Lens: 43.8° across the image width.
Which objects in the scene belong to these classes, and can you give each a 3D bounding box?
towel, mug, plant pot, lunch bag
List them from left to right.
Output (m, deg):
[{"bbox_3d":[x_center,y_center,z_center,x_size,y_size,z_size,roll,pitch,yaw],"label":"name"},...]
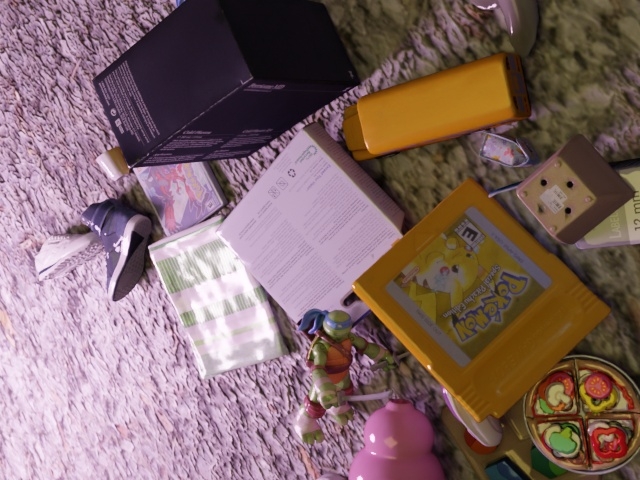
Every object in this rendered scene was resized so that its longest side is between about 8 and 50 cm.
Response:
[{"bbox_3d":[-0.461,-0.173,1.803,0.078,0.062,0.064,-31,90,39],"label":"mug"},{"bbox_3d":[-0.227,0.124,1.710,0.248,0.038,0.325,-21,91,32],"label":"towel"},{"bbox_3d":[0.316,-0.147,1.315,0.083,0.071,0.053,27,108,28],"label":"lunch bag"},{"bbox_3d":[0.314,-0.061,1.018,0.109,0.096,0.109,-45,75,29],"label":"plant pot"}]

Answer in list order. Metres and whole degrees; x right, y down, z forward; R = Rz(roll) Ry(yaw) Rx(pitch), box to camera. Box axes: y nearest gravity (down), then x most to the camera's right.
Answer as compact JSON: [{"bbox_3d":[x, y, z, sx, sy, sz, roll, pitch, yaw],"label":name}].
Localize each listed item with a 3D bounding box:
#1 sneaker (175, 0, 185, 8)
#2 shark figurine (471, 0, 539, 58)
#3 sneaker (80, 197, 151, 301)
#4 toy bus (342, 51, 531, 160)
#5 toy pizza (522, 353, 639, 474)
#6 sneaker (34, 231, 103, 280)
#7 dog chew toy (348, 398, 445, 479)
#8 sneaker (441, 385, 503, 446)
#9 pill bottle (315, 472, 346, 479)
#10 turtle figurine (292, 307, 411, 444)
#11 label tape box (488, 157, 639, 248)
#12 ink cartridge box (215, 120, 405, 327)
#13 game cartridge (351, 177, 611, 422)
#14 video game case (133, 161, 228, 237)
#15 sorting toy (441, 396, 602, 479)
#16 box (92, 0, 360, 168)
[{"bbox_3d":[-0.274,-0.461,1.628,0.082,0.069,0.209,-17,90,37],"label":"sneaker"},{"bbox_3d":[0.253,-0.436,1.280,0.278,0.116,0.166,38,115,19],"label":"shark figurine"},{"bbox_3d":[-0.482,0.013,1.831,0.163,0.086,0.226,29,112,23],"label":"sneaker"},{"bbox_3d":[0.182,-0.218,1.350,0.332,0.130,0.108,-11,92,33],"label":"toy bus"},{"bbox_3d":[0.432,0.289,1.314,0.201,0.032,0.201,2,94,28],"label":"toy pizza"},{"bbox_3d":[-0.615,0.020,1.921,0.235,0.090,0.095,-25,76,31],"label":"sneaker"},{"bbox_3d":[0.138,0.460,1.467,0.206,0.206,0.332,4,93,31],"label":"dog chew toy"},{"bbox_3d":[0.274,0.197,1.364,0.152,0.114,0.305,-18,81,21],"label":"sneaker"},{"bbox_3d":[-0.028,0.549,1.561,0.131,0.229,0.131,6,102,31],"label":"pill bottle"},{"bbox_3d":[0.061,0.272,1.469,0.274,0.198,0.266,18,127,3],"label":"turtle figurine"},{"bbox_3d":[0.452,-0.061,1.139,0.347,0.249,0.115,-9,94,33],"label":"label tape box"},{"bbox_3d":[0.000,0.000,1.515,0.330,0.071,0.324,47,125,2],"label":"ink cartridge box"},{"bbox_3d":[0.261,0.097,1.319,0.285,0.053,0.324,-42,72,-6],"label":"game cartridge"},{"bbox_3d":[-0.309,-0.122,1.738,0.183,0.023,0.201,-33,81,32],"label":"video game case"},{"bbox_3d":[0.379,0.338,1.381,0.307,0.041,0.229,-36,80,32],"label":"sorting toy"},{"bbox_3d":[-0.160,-0.285,1.426,0.312,0.343,0.179,-27,84,32],"label":"box"}]
